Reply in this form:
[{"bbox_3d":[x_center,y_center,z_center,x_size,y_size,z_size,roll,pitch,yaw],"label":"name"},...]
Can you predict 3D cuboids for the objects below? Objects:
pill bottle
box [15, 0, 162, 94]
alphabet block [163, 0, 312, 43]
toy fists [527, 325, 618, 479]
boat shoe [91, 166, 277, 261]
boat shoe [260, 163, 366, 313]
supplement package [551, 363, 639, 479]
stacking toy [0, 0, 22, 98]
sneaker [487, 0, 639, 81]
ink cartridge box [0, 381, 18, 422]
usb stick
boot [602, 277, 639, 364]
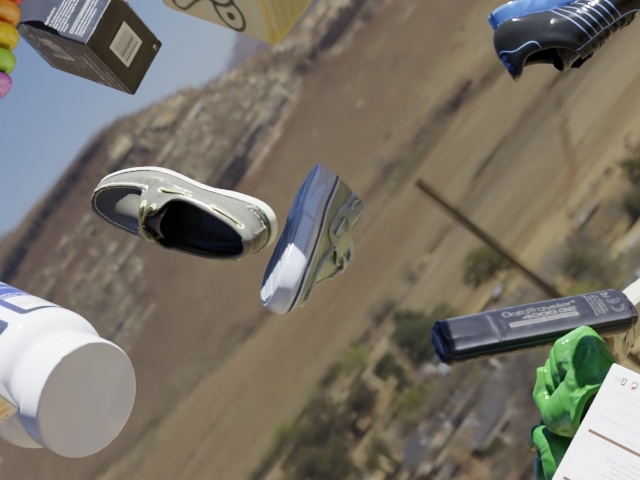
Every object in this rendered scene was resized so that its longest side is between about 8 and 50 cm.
[{"bbox_3d":[-0.324,0.133,1.639,0.265,0.153,0.153,17,66,44],"label":"pill bottle"},{"bbox_3d":[-0.332,-0.294,2.147,0.093,0.158,0.156,-63,-28,-12],"label":"box"},{"bbox_3d":[-0.098,-0.399,1.937,0.193,0.192,0.197,-53,-27,-26],"label":"alphabet block"},{"bbox_3d":[0.327,0.244,1.985,0.142,0.096,0.279,-103,12,-59],"label":"toy fists"},{"bbox_3d":[-0.219,-0.037,2.309,0.091,0.305,0.109,-40,-42,-59],"label":"boat shoe"},{"bbox_3d":[0.000,0.000,1.977,0.109,0.094,0.302,-58,7,34],"label":"boat shoe"},{"bbox_3d":[0.369,0.321,1.726,0.175,0.177,0.293,24,85,54],"label":"supplement package"},{"bbox_3d":[-0.453,-0.233,1.985,0.166,0.175,0.301,28,-125,-75],"label":"stacking toy"},{"bbox_3d":[0.320,-0.257,1.837,0.232,0.090,0.081,-16,-13,0],"label":"sneaker"},{"bbox_3d":[-0.320,0.125,1.276,0.092,0.090,0.143,-36,-12,-8],"label":"ink cartridge box"},{"bbox_3d":[0.282,0.114,2.037,0.077,0.278,0.045,-117,21,-53],"label":"usb stick"},{"bbox_3d":[0.505,0.111,2.432,0.165,0.077,0.213,-43,-17,1],"label":"boot"}]
